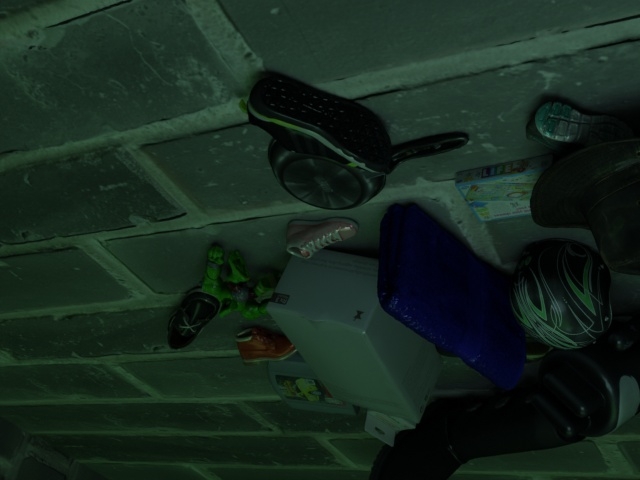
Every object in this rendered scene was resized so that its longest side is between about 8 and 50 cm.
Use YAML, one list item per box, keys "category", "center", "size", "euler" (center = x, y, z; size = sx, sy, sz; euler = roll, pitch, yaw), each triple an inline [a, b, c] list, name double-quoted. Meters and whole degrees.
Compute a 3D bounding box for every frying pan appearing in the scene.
- category: "frying pan"
  center: [0.069, -0.101, 1.347]
  size: [0.326, 0.053, 0.197]
  euler: [8, 148, 15]

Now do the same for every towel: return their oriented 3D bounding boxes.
- category: "towel"
  center: [0.227, 0.088, 1.413]
  size: [0.308, 0.228, 0.076]
  euler: [33, 130, -26]

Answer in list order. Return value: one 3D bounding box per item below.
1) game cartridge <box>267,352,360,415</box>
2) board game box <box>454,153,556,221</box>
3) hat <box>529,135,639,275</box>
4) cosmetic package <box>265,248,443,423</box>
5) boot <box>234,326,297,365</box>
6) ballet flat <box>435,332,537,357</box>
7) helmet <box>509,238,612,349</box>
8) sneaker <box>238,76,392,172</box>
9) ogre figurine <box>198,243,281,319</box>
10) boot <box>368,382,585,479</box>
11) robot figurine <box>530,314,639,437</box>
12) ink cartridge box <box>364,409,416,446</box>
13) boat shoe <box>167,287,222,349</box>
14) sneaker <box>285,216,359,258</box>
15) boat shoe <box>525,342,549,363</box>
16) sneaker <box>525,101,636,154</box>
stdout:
- category: "game cartridge"
  center: [-0.021, 0.340, 2.052]
  size: [0.196, 0.060, 0.294]
  euler: [7, 147, 18]
- category: "board game box"
  center: [0.298, -0.078, 1.310]
  size: [0.154, 0.026, 0.103]
  euler: [-9, 141, 31]
- category: "hat"
  center: [0.462, -0.028, 1.160]
  size: [0.331, 0.134, 0.331]
  euler: [-4, 156, -2]
- category: "cosmetic package"
  center: [0.077, 0.187, 1.648]
  size: [0.217, 0.156, 0.385]
  euler: [12, 149, 29]
- category: "boot"
  center: [-0.116, 0.227, 1.909]
  size: [0.158, 0.059, 0.085]
  euler: [-14, 114, 16]
- category: "ballet flat"
  center: [0.339, 0.150, 1.598]
  size: [0.280, 0.095, 0.096]
  euler: [-14, 130, 21]
- category: "helmet"
  center: [0.398, 0.097, 1.414]
  size: [0.169, 0.162, 0.169]
  euler: [10, 148, 6]
- category: "sneaker"
  center: [-0.006, -0.165, 1.254]
  size: [0.234, 0.084, 0.097]
  euler: [28, 153, -8]
- category: "ogre figurine"
  center: [-0.159, 0.094, 1.684]
  size: [0.197, 0.097, 0.118]
  euler: [21, 137, -32]
- category: "boot"
  center: [0.347, 0.435, 1.791]
  size: [0.445, 0.367, 0.146]
  euler: [-21, 109, 46]
- category: "robot figurine"
  center: [0.498, 0.238, 1.509]
  size: [0.209, 0.278, 0.174]
  euler: [-19, 92, 56]
- category: "ink cartridge box"
  center: [0.163, 0.348, 1.870]
  size: [0.061, 0.181, 0.104]
  euler: [-19, 136, 41]
- category: "boat shoe"
  center: [-0.279, 0.174, 1.868]
  size: [0.084, 0.079, 0.233]
  euler: [26, 144, -16]
- category: "sneaker"
  center: [0.000, 0.000, 1.502]
  size: [0.134, 0.070, 0.051]
  euler: [-1, 143, 20]
- category: "boat shoe"
  center: [0.341, 0.215, 1.696]
  size: [0.223, 0.080, 0.073]
  euler: [1, 141, 11]
- category: "sneaker"
  center: [0.358, -0.142, 1.174]
  size: [0.166, 0.065, 0.076]
  euler: [20, 168, -12]
